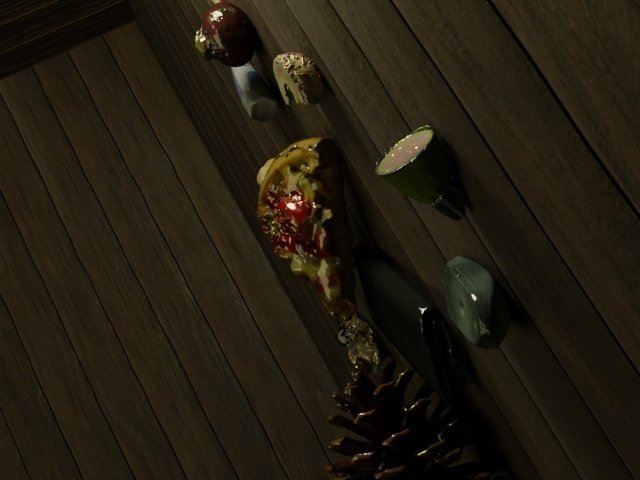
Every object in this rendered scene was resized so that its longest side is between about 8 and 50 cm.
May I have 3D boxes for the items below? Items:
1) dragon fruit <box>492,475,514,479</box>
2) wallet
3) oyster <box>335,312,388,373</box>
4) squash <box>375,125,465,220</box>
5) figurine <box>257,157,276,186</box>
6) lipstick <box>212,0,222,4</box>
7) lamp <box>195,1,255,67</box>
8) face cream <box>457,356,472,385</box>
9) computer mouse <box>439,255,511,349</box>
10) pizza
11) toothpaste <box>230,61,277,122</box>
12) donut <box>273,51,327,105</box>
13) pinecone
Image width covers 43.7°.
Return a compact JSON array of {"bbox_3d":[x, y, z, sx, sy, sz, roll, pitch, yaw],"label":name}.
[{"bbox_3d":[0.385,0.543,1.595,0.147,0.096,0.102,-52,-51,-53],"label":"dragon fruit"},{"bbox_3d":[0.176,0.163,1.689,0.406,0.062,0.228,-132,20,-65],"label":"wallet"},{"bbox_3d":[0.118,0.320,2.364,0.221,0.096,0.361,60,174,-28],"label":"oyster"},{"bbox_3d":[0.161,-0.086,1.171,0.132,0.105,0.105,47,176,-20],"label":"squash"},{"bbox_3d":[-0.090,-0.143,2.231,0.196,0.108,0.114,47,-175,-17],"label":"figurine"},{"bbox_3d":[-0.274,-0.627,2.073,0.094,0.019,0.019,54,167,37],"label":"lipstick"},{"bbox_3d":[-0.229,-0.481,1.895,0.156,0.135,0.157,62,168,2],"label":"lamp"},{"bbox_3d":[0.273,0.251,1.597,0.083,0.021,0.040,54,162,42],"label":"face cream"},{"bbox_3d":[0.244,0.095,1.227,0.229,0.068,0.113,-113,18,-72],"label":"computer mouse"},{"bbox_3d":[-0.024,-0.004,1.815,0.406,0.130,0.440,67,155,12],"label":"pizza"},{"bbox_3d":[-0.204,-0.434,2.083,0.371,0.080,0.125,-120,9,-45],"label":"toothpaste"},{"bbox_3d":[-0.045,-0.324,1.585,0.108,0.065,0.166,66,170,-18],"label":"donut"},{"bbox_3d":[0.175,0.430,1.732,0.384,0.384,0.384,59,169,19],"label":"pinecone"}]
